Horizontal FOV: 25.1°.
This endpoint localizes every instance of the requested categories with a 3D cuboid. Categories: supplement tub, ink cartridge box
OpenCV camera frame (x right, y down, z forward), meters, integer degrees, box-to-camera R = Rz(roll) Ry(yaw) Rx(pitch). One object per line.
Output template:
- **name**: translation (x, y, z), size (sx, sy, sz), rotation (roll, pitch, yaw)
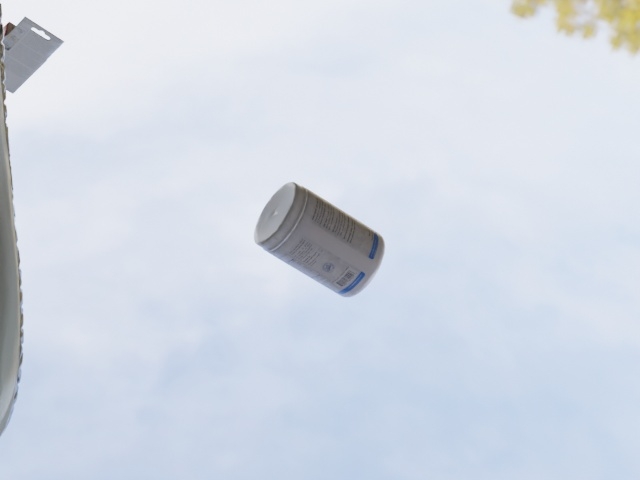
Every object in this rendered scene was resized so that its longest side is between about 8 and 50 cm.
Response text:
- **supplement tub**: translation (0.000, 0.000, 1.333), size (0.107, 0.071, 0.071), rotation (32, -158, -22)
- **ink cartridge box**: translation (-0.376, -0.238, 1.792), size (0.063, 0.115, 0.029), rotation (32, -143, -31)

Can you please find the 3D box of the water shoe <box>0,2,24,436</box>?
- **water shoe**: translation (-0.159, -0.019, 0.550), size (0.080, 0.203, 0.073), rotation (-4, -177, -15)
